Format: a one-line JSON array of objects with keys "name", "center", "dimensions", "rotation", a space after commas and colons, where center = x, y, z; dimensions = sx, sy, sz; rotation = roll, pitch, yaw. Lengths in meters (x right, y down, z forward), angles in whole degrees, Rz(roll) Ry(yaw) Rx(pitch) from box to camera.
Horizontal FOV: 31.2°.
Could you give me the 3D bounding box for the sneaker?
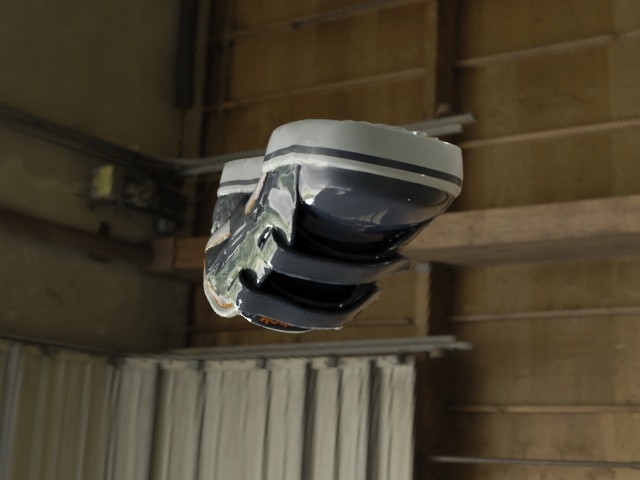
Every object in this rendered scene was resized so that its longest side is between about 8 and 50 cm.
[{"name": "sneaker", "center": [0.000, 0.000, 0.781], "dimensions": [0.321, 0.126, 0.127], "rotation": [166, -65, -73]}]
